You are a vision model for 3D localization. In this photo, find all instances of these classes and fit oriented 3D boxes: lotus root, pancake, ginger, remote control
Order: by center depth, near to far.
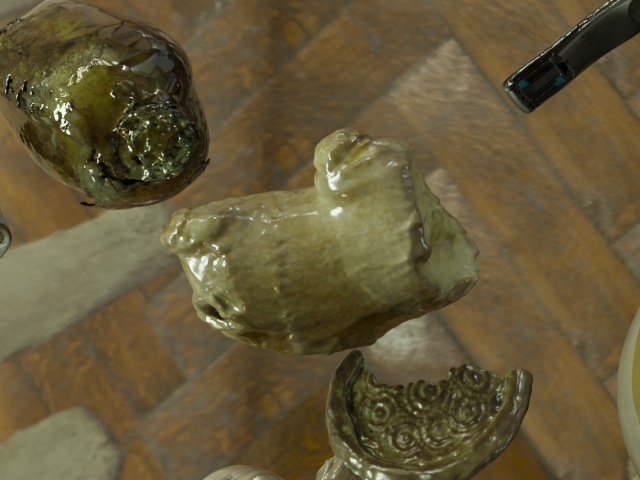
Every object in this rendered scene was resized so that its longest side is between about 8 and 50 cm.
[{"bbox_3d":[0.000,0.000,1.238,0.276,0.130,0.221,4,136,-3],"label":"ginger"},{"bbox_3d":[0.095,0.145,1.279,0.191,0.020,0.184,-24,44,3],"label":"pancake"},{"bbox_3d":[-0.226,-0.143,1.465,0.179,0.196,0.397,-39,31,-11],"label":"lotus root"},{"bbox_3d":[0.312,-0.229,1.699,0.212,0.028,0.059,-37,118,17],"label":"remote control"}]

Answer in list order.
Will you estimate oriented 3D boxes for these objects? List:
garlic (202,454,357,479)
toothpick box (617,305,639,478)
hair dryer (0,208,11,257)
[{"bbox_3d":[-0.019,0.316,1.530,0.245,0.253,0.245,23,138,23],"label":"garlic"},{"bbox_3d":[0.537,0.121,1.486,0.409,0.409,0.425,49,146,15],"label":"toothpick box"},{"bbox_3d":[-0.444,0.006,1.507,0.236,0.073,0.131,-34,58,7],"label":"hair dryer"}]
